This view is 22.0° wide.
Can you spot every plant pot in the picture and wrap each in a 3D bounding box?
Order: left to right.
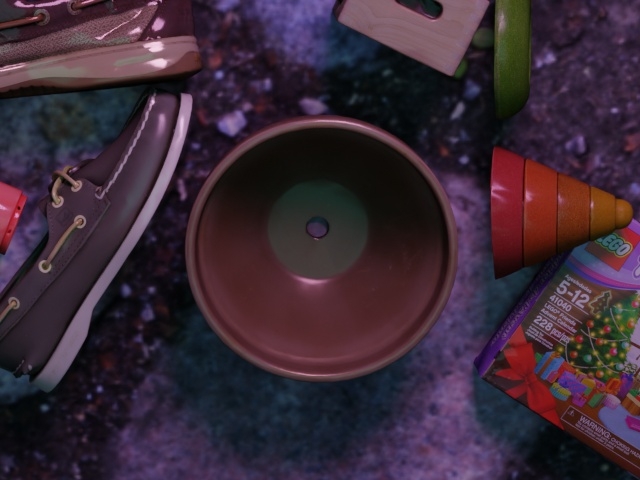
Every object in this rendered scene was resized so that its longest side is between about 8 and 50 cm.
[{"bbox_3d":[0.000,0.000,1.470,0.237,0.110,0.237,0,102,-2],"label":"plant pot"}]

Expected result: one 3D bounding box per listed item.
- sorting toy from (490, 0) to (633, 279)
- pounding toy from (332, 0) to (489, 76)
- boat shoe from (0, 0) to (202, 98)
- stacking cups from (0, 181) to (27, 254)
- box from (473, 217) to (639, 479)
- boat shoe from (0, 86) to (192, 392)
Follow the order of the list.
[{"bbox_3d":[0.211,-0.144,1.426,0.126,0.127,0.366,2,104,9],"label":"sorting toy"},{"bbox_3d":[0.069,-0.219,1.411,0.141,0.130,0.100,25,101,-8],"label":"pounding toy"},{"bbox_3d":[-0.276,-0.184,1.418,0.342,0.123,0.123,-6,95,-5],"label":"boat shoe"},{"bbox_3d":[-0.414,-0.077,1.450,0.316,0.096,0.096,19,102,-10],"label":"stacking cups"},{"bbox_3d":[0.319,0.117,1.537,0.293,0.057,0.201,32,99,-9],"label":"box"},{"bbox_3d":[-0.212,-0.009,1.460,0.091,0.109,0.305,27,104,-13],"label":"boat shoe"}]
